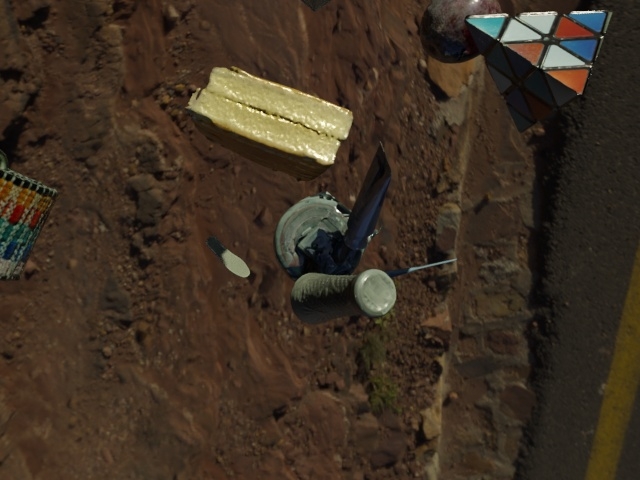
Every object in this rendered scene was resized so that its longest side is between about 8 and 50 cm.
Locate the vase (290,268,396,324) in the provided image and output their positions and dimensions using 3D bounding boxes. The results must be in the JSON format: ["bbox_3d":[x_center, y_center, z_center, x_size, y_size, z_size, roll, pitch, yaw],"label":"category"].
[{"bbox_3d":[0.037,0.093,0.991,0.096,0.219,0.096,4,81,-27],"label":"vase"}]

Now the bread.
[{"bbox_3d":[-0.094,-0.192,1.009,0.246,0.239,0.110,20,86,-9],"label":"bread"}]

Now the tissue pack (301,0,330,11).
[{"bbox_3d":[-0.026,-0.712,1.451,0.125,0.234,0.159,-23,145,37],"label":"tissue pack"}]

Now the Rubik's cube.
[{"bbox_3d":[0.475,-0.349,1.150,0.234,0.284,0.250,-39,144,-4],"label":"Rubik's cube"}]

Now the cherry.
[{"bbox_3d":[0.324,-0.510,1.400,0.195,0.195,0.195,1,115,2],"label":"cherry"}]

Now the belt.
[{"bbox_3d":[-0.418,-0.049,0.620,0.207,0.257,0.149,19,85,27],"label":"belt"}]

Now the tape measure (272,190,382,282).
[{"bbox_3d":[0.000,0.000,1.658,0.256,0.147,0.275,38,86,4],"label":"tape measure"}]

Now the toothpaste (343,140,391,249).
[{"bbox_3d":[0.123,-0.097,1.461,0.073,0.113,0.299,3,138,-14],"label":"toothpaste"}]

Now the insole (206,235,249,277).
[{"bbox_3d":[-0.255,0.046,1.630,0.152,0.053,0.002,46,141,-4],"label":"insole"}]

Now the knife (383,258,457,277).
[{"bbox_3d":[0.235,0.069,1.456,0.313,0.045,0.019,-9,87,-35],"label":"knife"}]
